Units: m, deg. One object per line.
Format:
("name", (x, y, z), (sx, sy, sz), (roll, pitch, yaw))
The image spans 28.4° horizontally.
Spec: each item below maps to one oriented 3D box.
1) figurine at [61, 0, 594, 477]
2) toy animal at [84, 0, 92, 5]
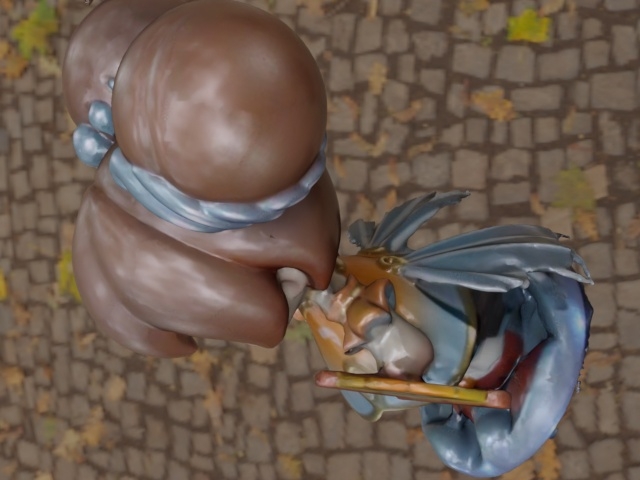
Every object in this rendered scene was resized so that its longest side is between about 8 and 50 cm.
("figurine", (0.000, 0.001, 0.872), (0.276, 0.388, 0.248), (26, 94, 65))
("toy animal", (-0.282, -0.296, 1.129), (0.185, 0.122, 0.298), (16, 93, 14))
